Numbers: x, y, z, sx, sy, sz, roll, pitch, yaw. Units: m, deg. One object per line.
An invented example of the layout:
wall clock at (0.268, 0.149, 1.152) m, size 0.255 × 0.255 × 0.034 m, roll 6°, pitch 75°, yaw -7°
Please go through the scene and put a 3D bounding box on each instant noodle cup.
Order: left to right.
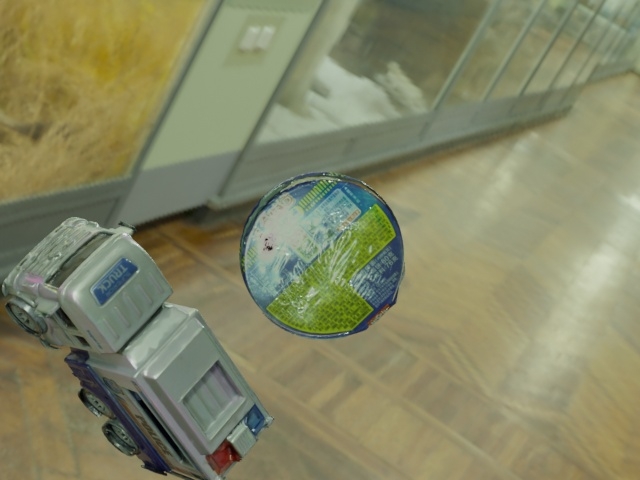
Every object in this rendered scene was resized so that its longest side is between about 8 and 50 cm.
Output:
instant noodle cup at (0.000, 0.000, 1.960) m, size 0.284 × 0.284 × 0.312 m, roll 28°, pitch 9°, yaw -7°

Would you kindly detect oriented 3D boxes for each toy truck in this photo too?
toy truck at (-0.173, 0.109, 1.082) m, size 0.155 × 0.124 × 0.268 m, roll 7°, pitch -43°, yaw 46°
